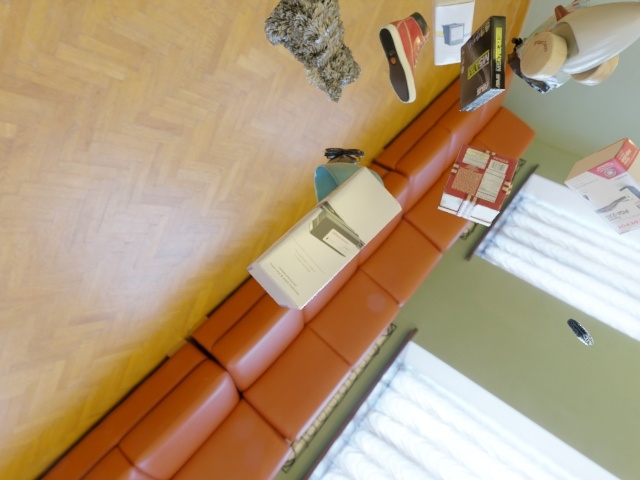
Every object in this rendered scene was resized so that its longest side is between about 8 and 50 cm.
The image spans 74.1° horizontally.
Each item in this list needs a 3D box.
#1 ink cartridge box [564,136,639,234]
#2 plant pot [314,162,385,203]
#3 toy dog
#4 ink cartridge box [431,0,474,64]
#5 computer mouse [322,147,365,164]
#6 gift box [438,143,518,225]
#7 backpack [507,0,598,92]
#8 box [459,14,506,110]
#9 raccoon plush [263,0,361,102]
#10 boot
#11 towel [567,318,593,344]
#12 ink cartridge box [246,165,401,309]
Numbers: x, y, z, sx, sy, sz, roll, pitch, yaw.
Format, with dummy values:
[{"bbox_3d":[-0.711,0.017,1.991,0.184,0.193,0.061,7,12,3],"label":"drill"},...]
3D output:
[{"bbox_3d":[0.782,-0.133,1.095,0.092,0.218,0.158,-49,-178,-21],"label":"ink cartridge box"},{"bbox_3d":[0.125,-0.165,1.566,0.196,0.290,0.290,-21,143,-16],"label":"plant pot"},{"bbox_3d":[0.509,-0.405,0.721,0.220,0.334,0.160,6,75,-38],"label":"toy dog"},{"bbox_3d":[0.460,-0.810,1.492,0.306,0.131,0.225,42,47,-69],"label":"ink cartridge box"},{"bbox_3d":[0.073,-0.317,1.785,0.072,0.189,0.272,76,24,-46],"label":"computer mouse"},{"bbox_3d":[0.646,-0.229,1.721,0.276,0.255,0.258,-62,165,-6],"label":"gift box"},{"bbox_3d":[0.525,-0.418,0.920,0.182,0.152,0.115,-40,-149,52],"label":"backpack"},{"bbox_3d":[0.426,-0.460,1.126,0.191,0.045,0.184,-159,-109,-85],"label":"box"},{"bbox_3d":[0.018,-0.562,1.175,0.216,0.299,0.446,-45,-167,-1],"label":"raccoon plush"},{"bbox_3d":[0.294,-0.575,1.335,0.176,0.088,0.244,-33,118,-22],"label":"boot"},{"bbox_3d":[0.786,0.275,1.280,0.029,0.067,0.119,-41,137,21],"label":"towel"},{"bbox_3d":[0.000,0.000,1.210,0.395,0.166,0.285,-43,-175,-16],"label":"ink cartridge box"}]
